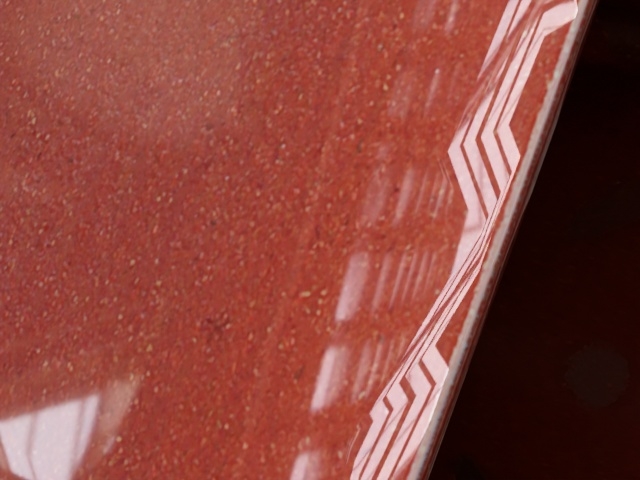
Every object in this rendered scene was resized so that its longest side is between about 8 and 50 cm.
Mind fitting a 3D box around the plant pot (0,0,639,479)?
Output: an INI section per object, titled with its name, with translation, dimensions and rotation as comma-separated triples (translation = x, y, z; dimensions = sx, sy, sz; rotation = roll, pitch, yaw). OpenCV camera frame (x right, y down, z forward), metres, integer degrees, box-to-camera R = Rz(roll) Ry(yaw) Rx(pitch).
[plant pot]
translation = 0.000, 0.000, 0.511
dimensions = 0.236, 0.267, 0.267
rotation = 15, 79, 31
